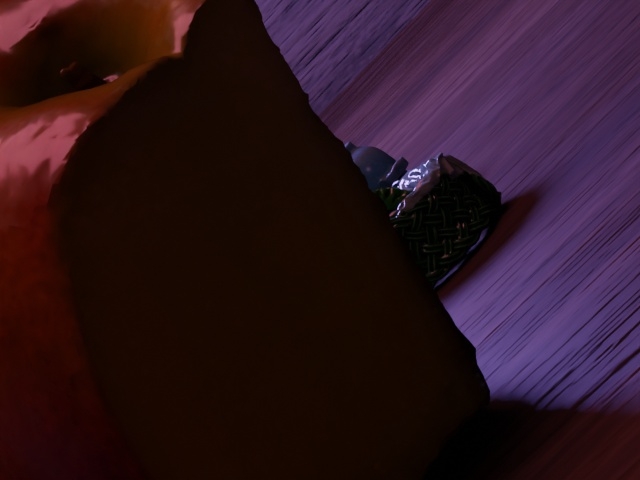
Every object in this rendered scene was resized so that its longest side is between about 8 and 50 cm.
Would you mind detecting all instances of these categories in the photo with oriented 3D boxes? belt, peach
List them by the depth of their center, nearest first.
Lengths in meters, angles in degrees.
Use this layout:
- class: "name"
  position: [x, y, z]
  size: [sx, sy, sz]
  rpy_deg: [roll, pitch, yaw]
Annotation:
- class: "peach"
  position: [-0.088, 0.058, 0.980]
  size: [0.306, 0.380, 0.242]
  rpy_deg: [12, 54, 51]
- class: "belt"
  position: [0.055, -0.006, 1.343]
  size: [0.151, 0.079, 0.121]
  rpy_deg: [-39, 11, 44]

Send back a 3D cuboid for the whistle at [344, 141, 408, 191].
- class: "whistle"
  position: [0.000, 0.000, 1.607]
  size: [0.274, 0.093, 0.186]
  rpy_deg: [-43, 8, 50]
